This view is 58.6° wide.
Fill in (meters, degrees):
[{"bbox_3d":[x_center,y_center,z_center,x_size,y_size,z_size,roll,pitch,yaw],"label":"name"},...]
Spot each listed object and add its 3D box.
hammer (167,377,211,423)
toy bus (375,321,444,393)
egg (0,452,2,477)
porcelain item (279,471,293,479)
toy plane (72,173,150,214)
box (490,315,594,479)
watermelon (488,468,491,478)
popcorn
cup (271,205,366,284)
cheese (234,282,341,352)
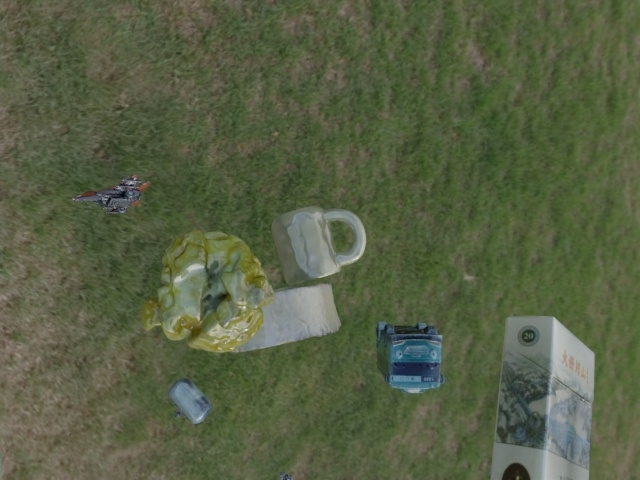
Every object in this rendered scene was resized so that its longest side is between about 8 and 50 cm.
[{"bbox_3d":[-0.348,0.428,1.476,0.116,0.194,0.069,45,55,5],"label":"hammer"},{"bbox_3d":[0.200,0.265,1.326,0.128,0.256,0.147,0,86,-1],"label":"toy bus"},{"bbox_3d":[-0.749,0.471,1.215,0.131,0.131,0.164,-45,104,-27],"label":"egg"},{"bbox_3d":[-0.140,0.878,2.081,0.136,0.021,0.075,-23,115,-61],"label":"porcelain item"},{"bbox_3d":[-0.484,-0.099,1.322,0.061,0.130,0.189,47,31,10],"label":"toy plane"},{"bbox_3d":[0.295,0.246,0.746,0.164,0.069,0.257,33,61,-41],"label":"box"},{"bbox_3d":[0.424,0.584,1.257,0.322,0.175,0.188,-41,164,-26],"label":"watermelon"},{"bbox_3d":[-0.169,0.079,0.867,0.187,0.167,0.185,31,94,0],"label":"popcorn"},{"bbox_3d":[-0.014,0.004,1.639,0.173,0.255,0.202,-15,90,-49],"label":"cup"},{"bbox_3d":[-0.105,0.219,1.642,0.332,0.292,0.153,4,72,-58],"label":"cheese"}]
